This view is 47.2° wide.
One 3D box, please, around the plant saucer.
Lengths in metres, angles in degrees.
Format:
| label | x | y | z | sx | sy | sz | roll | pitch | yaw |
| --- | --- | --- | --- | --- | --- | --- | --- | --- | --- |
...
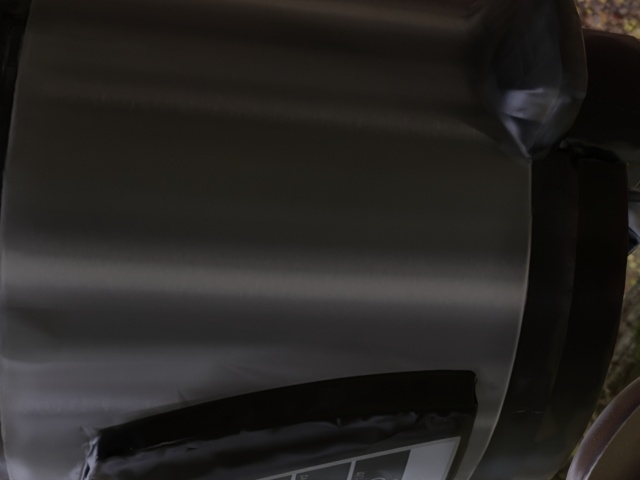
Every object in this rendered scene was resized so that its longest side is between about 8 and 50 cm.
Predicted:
| label | x | y | z | sx | sy | sz | roll | pitch | yaw |
| --- | --- | --- | --- | --- | --- | --- | --- | --- | --- |
| plant saucer | 0.434 | 0.283 | 0.994 | 0.310 | 0.310 | 0.050 | 43 | 177 | -43 |

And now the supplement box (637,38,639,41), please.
| label | x | y | z | sx | sy | sz | roll | pitch | yaw |
| --- | --- | --- | --- | --- | --- | --- | --- | --- | --- |
| supplement box | 0.348 | -0.141 | 0.639 | 0.233 | 0.078 | 0.080 | -5 | 145 | 39 |

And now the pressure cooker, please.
| label | x | y | z | sx | sy | sz | roll | pitch | yaw |
| --- | --- | --- | --- | --- | --- | --- | --- | --- | --- |
| pressure cooker | 0.000 | -0.006 | 0.495 | 0.420 | 0.376 | 0.370 | 4 | -166 | -11 |
